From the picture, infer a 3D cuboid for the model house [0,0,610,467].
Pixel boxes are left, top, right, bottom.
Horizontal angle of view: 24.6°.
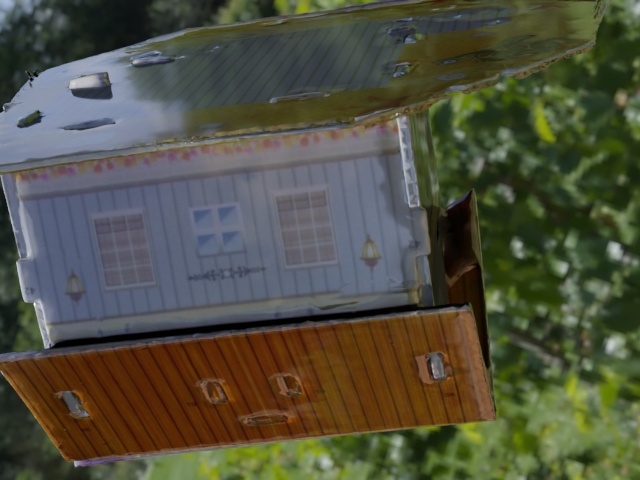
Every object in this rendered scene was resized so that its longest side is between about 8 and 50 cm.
[{"bbox_3d":[0.000,0.000,0.510,0.207,0.219,0.135,-73,-24,-72],"label":"model house"}]
